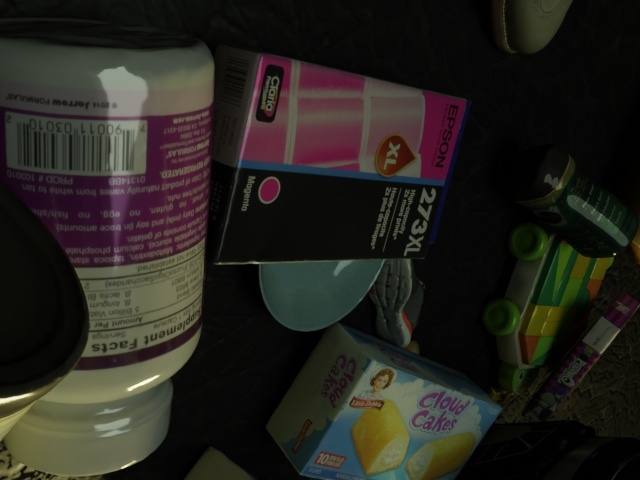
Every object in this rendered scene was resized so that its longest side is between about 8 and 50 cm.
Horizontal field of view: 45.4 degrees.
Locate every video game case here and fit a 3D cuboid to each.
[{"bbox_3d":[0.433,0.191,1.263,0.232,0.042,0.210,-10,135,-60],"label":"video game case"}]

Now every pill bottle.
[{"bbox_3d":[-0.165,0.006,0.542,0.169,0.169,0.301,-13,118,-42],"label":"pill bottle"}]

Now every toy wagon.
[{"bbox_3d":[0.356,0.107,1.206,0.267,0.068,0.344,8,103,-47],"label":"toy wagon"}]

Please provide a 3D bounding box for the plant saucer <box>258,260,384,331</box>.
[{"bbox_3d":[0.000,0.000,0.809,0.195,0.037,0.194,-22,123,-39],"label":"plant saucer"}]

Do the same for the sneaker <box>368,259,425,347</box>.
[{"bbox_3d":[0.097,0.058,0.931,0.065,0.061,0.157,-43,146,-36],"label":"sneaker"}]

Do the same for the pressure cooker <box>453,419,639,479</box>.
[{"bbox_3d":[0.279,0.451,1.055,0.370,0.420,0.375,38,59,-25],"label":"pressure cooker"}]

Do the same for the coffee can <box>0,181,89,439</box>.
[{"bbox_3d":[-0.279,0.088,0.373,0.275,0.201,0.201,-47,141,13],"label":"coffee can"}]

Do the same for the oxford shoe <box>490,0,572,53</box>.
[{"bbox_3d":[0.289,-0.333,0.788,0.140,0.146,0.397,-43,160,-28],"label":"oxford shoe"}]

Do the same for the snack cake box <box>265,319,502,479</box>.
[{"bbox_3d":[0.083,0.212,0.920,0.264,0.089,0.152,26,100,-41],"label":"snack cake box"}]

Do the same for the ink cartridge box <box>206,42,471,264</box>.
[{"bbox_3d":[0.041,-0.070,0.747,0.371,0.069,0.175,-1,109,-48],"label":"ink cartridge box"}]

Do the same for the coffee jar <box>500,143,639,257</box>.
[{"bbox_3d":[0.337,-0.054,1.041,0.184,0.096,0.079,35,75,-20],"label":"coffee jar"}]

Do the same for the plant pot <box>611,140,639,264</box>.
[{"bbox_3d":[0.595,-0.083,1.272,0.254,0.237,0.237,-46,138,2],"label":"plant pot"}]

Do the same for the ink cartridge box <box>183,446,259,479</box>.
[{"bbox_3d":[-0.019,0.380,0.833,0.131,0.226,0.306,-53,136,-15],"label":"ink cartridge box"}]

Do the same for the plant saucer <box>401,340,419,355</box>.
[{"bbox_3d":[0.102,0.166,0.991,0.083,0.015,0.083,-35,151,-23],"label":"plant saucer"}]
